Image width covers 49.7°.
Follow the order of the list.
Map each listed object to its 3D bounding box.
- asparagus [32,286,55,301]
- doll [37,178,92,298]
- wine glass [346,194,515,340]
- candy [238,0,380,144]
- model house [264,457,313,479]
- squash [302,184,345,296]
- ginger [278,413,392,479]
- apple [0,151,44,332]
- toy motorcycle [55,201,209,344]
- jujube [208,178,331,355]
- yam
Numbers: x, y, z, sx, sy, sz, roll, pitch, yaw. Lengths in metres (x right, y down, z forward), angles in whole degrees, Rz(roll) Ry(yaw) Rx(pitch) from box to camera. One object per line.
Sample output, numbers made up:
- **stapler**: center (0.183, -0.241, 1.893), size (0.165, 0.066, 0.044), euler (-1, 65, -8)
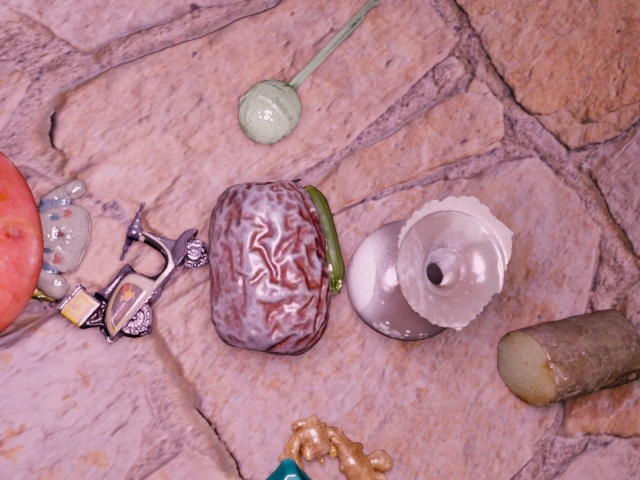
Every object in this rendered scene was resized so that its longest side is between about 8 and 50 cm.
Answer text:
- **asparagus**: center (-0.512, 0.088, 1.205), size (0.108, 0.021, 0.025), euler (13, 77, -12)
- **doll**: center (-0.458, -0.005, 1.211), size (0.103, 0.071, 0.214), euler (11, 83, -6)
- **wine glass**: center (0.173, 0.062, 1.235), size (0.238, 0.323, 0.238), euler (2, 82, -16)
- **candy**: center (-0.011, -0.359, 1.385), size (0.119, 0.119, 0.440), euler (40, 66, -5)
- **model house**: center (-0.054, 0.466, 1.200), size (0.127, 0.100, 0.149), euler (0, 93, -8)
- **squash**: center (0.000, 0.000, 1.327), size (0.068, 0.077, 0.219), euler (-14, 80, 3)
- **ginger**: center (0.025, 0.397, 1.279), size (0.193, 0.052, 0.176), euler (-26, 93, -16)
- **apple**: center (-0.604, 0.008, 1.039), size (0.364, 0.364, 0.364), euler (3, 80, -14)
- **toy motorcycle**: center (-0.320, 0.064, 1.226), size (0.157, 0.091, 0.263), euler (38, 73, -2)
- **jujube**: center (-0.091, 0.046, 1.222), size (0.226, 0.226, 0.317), euler (0, 84, -15)
- **yam**: center (0.508, 0.232, 1.384), size (0.268, 0.161, 0.161), euler (-9, 83, -19)
